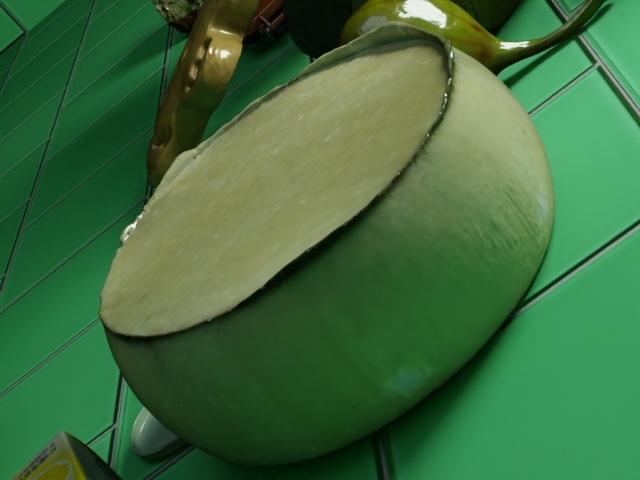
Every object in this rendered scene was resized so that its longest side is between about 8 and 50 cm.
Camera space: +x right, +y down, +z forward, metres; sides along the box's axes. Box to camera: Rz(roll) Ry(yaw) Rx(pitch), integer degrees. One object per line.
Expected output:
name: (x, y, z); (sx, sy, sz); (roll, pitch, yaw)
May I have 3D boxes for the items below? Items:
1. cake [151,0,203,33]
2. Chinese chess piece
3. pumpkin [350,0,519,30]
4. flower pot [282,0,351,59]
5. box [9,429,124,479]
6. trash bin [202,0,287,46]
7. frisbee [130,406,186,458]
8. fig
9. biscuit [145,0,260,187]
cake: (-0.160, -0.386, 2.106); (0.135, 0.112, 0.246); (-52, 26, -18)
Chinese chess piece: (0.000, 0.000, 1.015); (0.338, 0.140, 0.338); (-33, 25, 18)
pumpkin: (0.134, -0.252, 1.305); (0.110, 0.217, 0.217); (36, 75, 29)
flower pot: (0.029, -0.252, 1.478); (0.157, 0.157, 0.107); (-20, 44, 45)
box: (-0.221, 0.268, 0.952); (0.265, 0.097, 0.168); (-44, 21, -4)
trash bin: (-0.112, -0.370, 1.807); (0.161, 0.239, 0.184); (-44, 22, -5)
frisbee: (-0.107, 0.129, 1.139); (0.110, 0.014, 0.110); (-35, 23, 18)
fig: (0.131, -0.164, 1.206); (0.236, 0.124, 0.124); (-11, 28, 10)
biscuit: (-0.117, -0.227, 1.586); (0.275, 0.052, 0.355); (-114, 47, -74)
